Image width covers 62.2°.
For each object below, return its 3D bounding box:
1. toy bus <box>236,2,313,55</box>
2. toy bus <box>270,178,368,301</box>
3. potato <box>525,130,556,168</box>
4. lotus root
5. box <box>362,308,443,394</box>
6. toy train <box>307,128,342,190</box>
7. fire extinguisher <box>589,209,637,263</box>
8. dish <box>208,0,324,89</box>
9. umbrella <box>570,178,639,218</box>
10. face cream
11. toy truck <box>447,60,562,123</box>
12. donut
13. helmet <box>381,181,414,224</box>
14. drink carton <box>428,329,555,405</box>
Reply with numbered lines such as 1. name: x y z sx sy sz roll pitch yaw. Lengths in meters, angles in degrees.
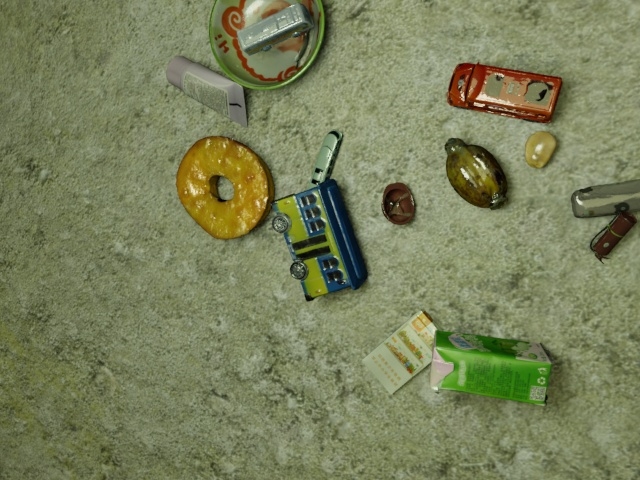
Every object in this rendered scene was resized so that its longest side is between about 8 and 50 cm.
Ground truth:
1. toy bus: -0.117 -0.538 1.347 0.190 0.075 0.064 -19 89 16
2. toy bus: 0.000 0.000 1.400 0.175 0.138 0.288 -17 97 23
3. potato: 0.515 -0.213 1.246 0.068 0.062 0.083 14 74 49
4. lotus root: 0.370 -0.161 1.278 0.120 0.120 0.209 -38 82 19
5. box: 0.227 0.295 1.405 0.220 0.032 0.122 -45 77 19
6. toy train: 0.009 -0.203 1.453 0.043 0.047 0.208 24 103 24
7. fire extinguisher: 0.655 -0.005 1.196 0.056 0.039 0.132 35 135 17
8. dish: -0.132 -0.567 1.451 0.324 0.124 0.324 1 95 14
9. umbrella: 0.735 -0.105 1.163 0.337 0.067 0.073 -8 101 21
10. face cream: -0.321 -0.441 1.536 0.274 0.096 0.154 33 148 18
11. toy truck: 0.425 -0.353 1.244 0.252 0.114 0.108 17 100 19
12. donut: -0.266 -0.153 1.533 0.302 0.110 0.303 2 96 21
13. helmet: 0.193 -0.091 1.382 0.089 0.057 0.111 -5 85 -14
14. drink carton: 0.397 0.298 1.252 0.271 0.161 0.108 5 97 13
